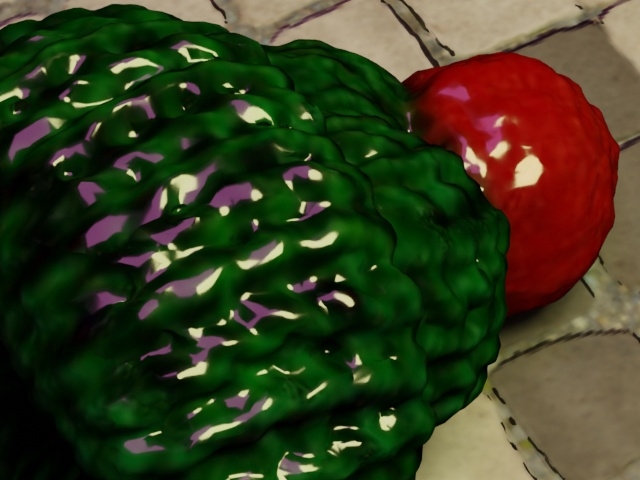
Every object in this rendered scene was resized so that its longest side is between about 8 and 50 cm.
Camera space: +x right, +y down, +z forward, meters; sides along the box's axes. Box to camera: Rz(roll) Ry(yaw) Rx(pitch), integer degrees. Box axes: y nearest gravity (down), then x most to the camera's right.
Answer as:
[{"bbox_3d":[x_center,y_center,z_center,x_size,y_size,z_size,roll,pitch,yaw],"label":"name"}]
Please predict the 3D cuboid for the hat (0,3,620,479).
[{"bbox_3d":[0.000,0.000,0.842,0.332,0.242,0.274,-20,66,-25],"label":"hat"}]
